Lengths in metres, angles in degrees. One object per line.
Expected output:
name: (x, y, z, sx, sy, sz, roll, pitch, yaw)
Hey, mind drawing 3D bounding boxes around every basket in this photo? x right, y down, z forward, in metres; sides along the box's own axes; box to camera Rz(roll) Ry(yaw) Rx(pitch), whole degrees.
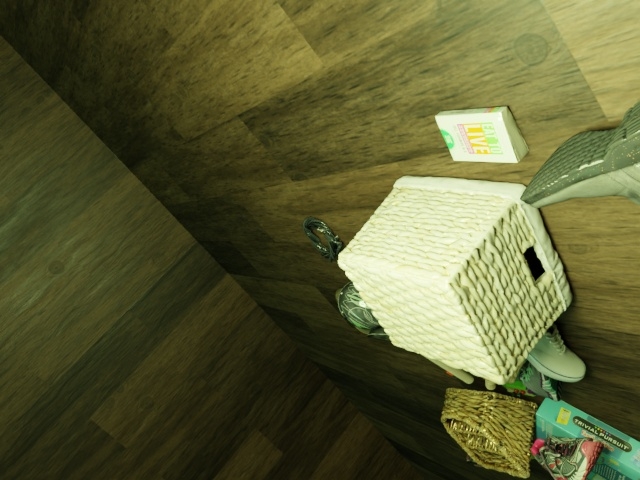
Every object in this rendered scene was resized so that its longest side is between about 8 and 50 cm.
basket: (0.493, 0.584, 1.757, 0.214, 0.222, 0.299, 16, 165, -11)
basket: (0.275, 0.073, 1.168, 0.331, 0.266, 0.328, 11, 143, 51)

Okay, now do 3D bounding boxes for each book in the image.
book: (0.275, -0.184, 0.987, 0.144, 0.035, 0.096, 12, 141, 55)

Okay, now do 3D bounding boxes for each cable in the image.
cable: (0.000, 0.000, 1.815, 0.151, 0.047, 0.184, 38, 160, 9)

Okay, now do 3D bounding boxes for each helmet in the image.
helmet: (0.146, 0.202, 1.797, 0.169, 0.169, 0.161, 33, 175, 24)

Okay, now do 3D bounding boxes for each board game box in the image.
board game box: (0.771, 0.590, 1.571, 0.336, 0.079, 0.253, 26, 154, 36)

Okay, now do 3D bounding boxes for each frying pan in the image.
frying pan: (0.223, 0.298, 1.841, 0.197, 0.053, 0.326, -2, 162, 30)

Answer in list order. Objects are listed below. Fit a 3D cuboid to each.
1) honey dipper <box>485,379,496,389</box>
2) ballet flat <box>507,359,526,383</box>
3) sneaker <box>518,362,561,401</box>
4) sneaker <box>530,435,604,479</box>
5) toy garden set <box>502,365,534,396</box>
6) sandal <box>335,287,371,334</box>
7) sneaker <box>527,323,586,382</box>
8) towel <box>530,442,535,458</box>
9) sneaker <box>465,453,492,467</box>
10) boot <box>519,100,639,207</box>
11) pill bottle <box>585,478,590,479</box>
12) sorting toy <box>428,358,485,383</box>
honey dipper: (0.477, 0.375, 1.606, 0.031, 0.030, 0.160, 27, 154, 35)
ballet flat: (0.482, 0.296, 1.443, 0.067, 0.073, 0.206, 1, 130, 1)
sneaker: (0.541, 0.342, 1.439, 0.098, 0.083, 0.223, -2, 139, 33)
sneaker: (0.634, 0.564, 1.485, 0.112, 0.121, 0.299, 37, 159, 18)
toy garden set: (0.525, 0.367, 1.608, 0.244, 0.049, 0.204, 46, 159, -11)
sandal: (0.141, 0.253, 2.052, 0.060, 0.090, 0.219, -27, 104, 45)
sneaker: (0.511, 0.233, 1.308, 0.258, 0.094, 0.091, 35, 144, 0)
towel: (0.690, 0.691, 2.000, 0.237, 0.021, 0.102, 42, 160, -1)
sneaker: (0.546, 0.711, 2.055, 0.281, 0.162, 0.106, 33, 168, 45)
boot: (0.453, -0.062, 0.801, 0.223, 0.118, 0.338, 38, 164, -5)
pill bottle: (0.900, 0.862, 1.767, 0.283, 0.160, 0.160, 40, 159, 6)
sorting toy: (0.352, 0.340, 1.691, 0.348, 0.047, 0.196, 33, -166, -10)
